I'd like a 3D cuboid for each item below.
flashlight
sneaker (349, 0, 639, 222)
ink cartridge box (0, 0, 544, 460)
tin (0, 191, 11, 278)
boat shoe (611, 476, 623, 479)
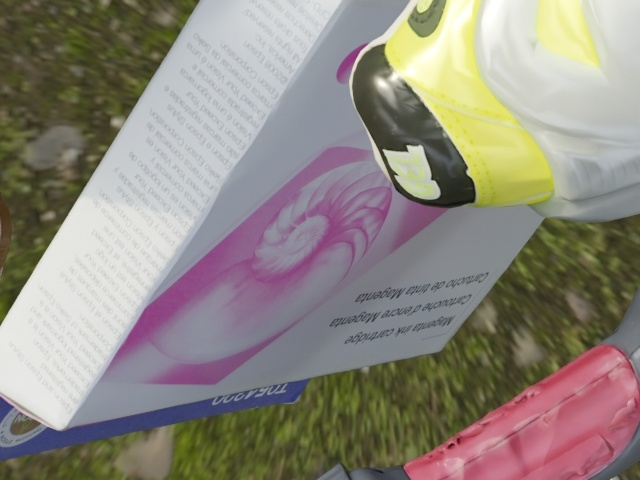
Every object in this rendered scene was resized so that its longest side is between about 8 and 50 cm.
[{"bbox_3d":[0.109,0.081,0.908,0.304,0.103,0.103,-31,100,-2],"label":"flashlight"},{"bbox_3d":[0.076,-0.169,0.634,0.147,0.384,0.145,-12,135,14],"label":"sneaker"},{"bbox_3d":[0.000,0.000,0.964,0.071,0.324,0.330,45,117,23],"label":"ink cartridge box"},{"bbox_3d":[-0.295,0.032,1.499,0.106,0.040,0.189,18,95,14],"label":"tin"},{"bbox_3d":[0.153,0.315,1.270,0.113,0.127,0.340,22,80,-20],"label":"boat shoe"}]
